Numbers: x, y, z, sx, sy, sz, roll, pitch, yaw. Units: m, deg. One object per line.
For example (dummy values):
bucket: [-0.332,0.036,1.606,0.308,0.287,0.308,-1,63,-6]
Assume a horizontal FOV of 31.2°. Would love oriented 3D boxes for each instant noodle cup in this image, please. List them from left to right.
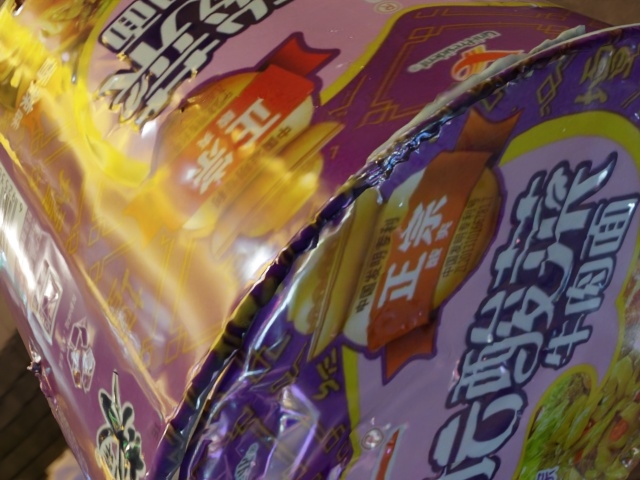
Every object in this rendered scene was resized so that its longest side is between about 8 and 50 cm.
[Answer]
instant noodle cup: [0.000,0.000,0.538,0.266,0.339,0.340,43,152,39]
